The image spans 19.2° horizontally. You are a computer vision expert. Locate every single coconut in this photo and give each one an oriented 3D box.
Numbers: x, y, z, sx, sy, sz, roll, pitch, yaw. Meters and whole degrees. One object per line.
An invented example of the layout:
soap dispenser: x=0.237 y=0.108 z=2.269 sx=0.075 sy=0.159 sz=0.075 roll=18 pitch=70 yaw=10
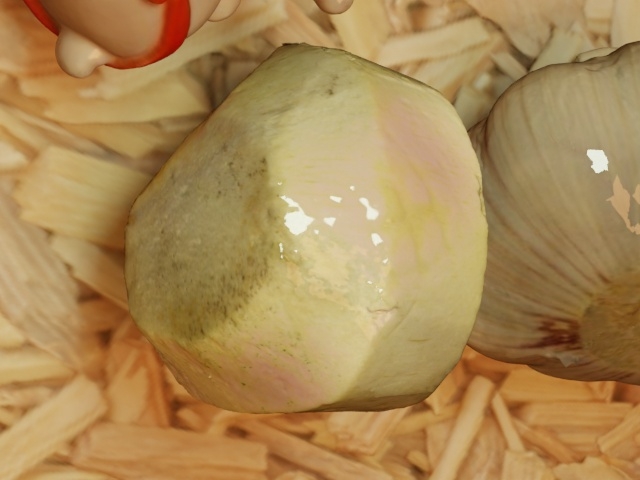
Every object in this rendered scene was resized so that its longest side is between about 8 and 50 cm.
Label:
coconut: x=0.000 y=0.000 z=1.241 sx=0.259 sy=0.259 sz=0.259 roll=-21 pitch=128 yaw=-30

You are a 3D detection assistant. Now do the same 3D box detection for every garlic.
garlic: x=0.234 y=-0.012 z=1.435 sx=0.321 sy=0.241 sz=0.322 roll=2 pitch=115 yaw=3

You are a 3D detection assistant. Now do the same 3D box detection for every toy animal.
toy animal: x=-0.088 y=-0.187 z=1.101 sx=0.197 sy=0.171 sz=0.171 roll=-17 pitch=128 yaw=-7
